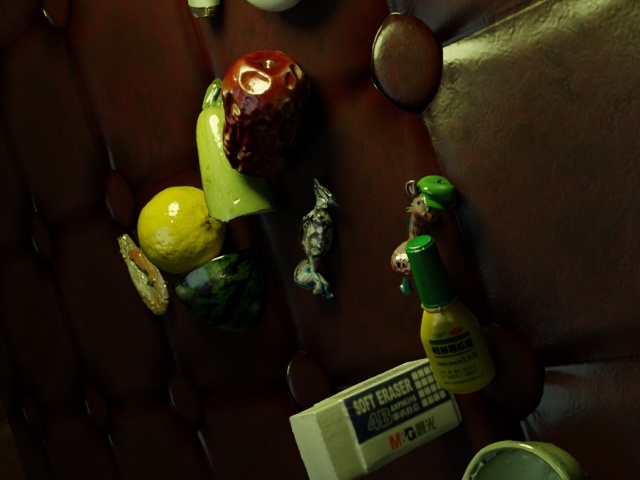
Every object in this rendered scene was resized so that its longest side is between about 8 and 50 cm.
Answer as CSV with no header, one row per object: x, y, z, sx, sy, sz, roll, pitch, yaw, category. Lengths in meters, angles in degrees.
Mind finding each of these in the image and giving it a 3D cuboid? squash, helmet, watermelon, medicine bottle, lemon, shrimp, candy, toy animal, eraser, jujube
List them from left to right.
-0.404,0.073,2.150,0.115,0.051,0.217,-44,71,43,shrimp
-0.283,-0.019,1.872,0.203,0.178,0.178,-23,86,52,lemon
-0.187,-0.163,1.754,0.137,0.137,0.288,-34,74,50,squash
-0.182,0.112,1.864,0.192,0.137,0.145,-24,83,9,watermelon
-0.101,-0.217,1.612,0.155,0.155,0.230,48,145,26,jujube
0.000,0.000,1.655,0.094,0.051,0.227,20,122,32,candy
0.094,0.285,1.469,0.081,0.278,0.124,-23,85,51,eraser
0.159,-0.002,1.448,0.103,0.100,0.209,-98,7,-65,toy animal
0.189,0.114,1.411,0.094,0.064,0.261,-15,111,19,medicine bottle
0.316,0.392,1.362,0.204,0.137,0.258,45,126,30,helmet

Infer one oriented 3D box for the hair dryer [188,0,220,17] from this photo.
-0.220,-0.556,1.652,0.203,0.128,0.362,30,133,39,hair dryer

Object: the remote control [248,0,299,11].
-0.067,-0.528,1.480,0.221,0.103,0.332,44,132,26,remote control
